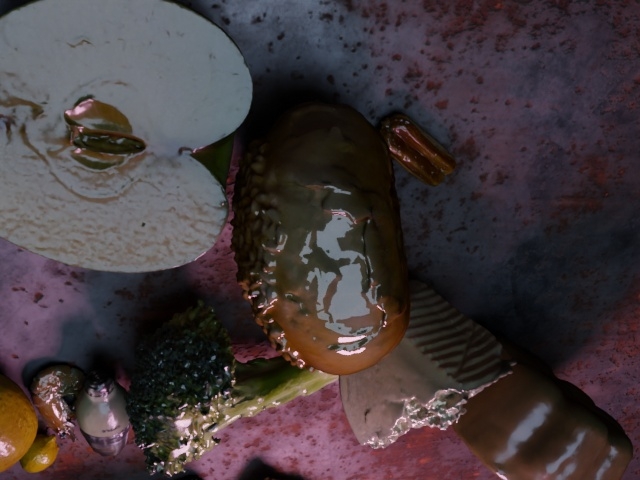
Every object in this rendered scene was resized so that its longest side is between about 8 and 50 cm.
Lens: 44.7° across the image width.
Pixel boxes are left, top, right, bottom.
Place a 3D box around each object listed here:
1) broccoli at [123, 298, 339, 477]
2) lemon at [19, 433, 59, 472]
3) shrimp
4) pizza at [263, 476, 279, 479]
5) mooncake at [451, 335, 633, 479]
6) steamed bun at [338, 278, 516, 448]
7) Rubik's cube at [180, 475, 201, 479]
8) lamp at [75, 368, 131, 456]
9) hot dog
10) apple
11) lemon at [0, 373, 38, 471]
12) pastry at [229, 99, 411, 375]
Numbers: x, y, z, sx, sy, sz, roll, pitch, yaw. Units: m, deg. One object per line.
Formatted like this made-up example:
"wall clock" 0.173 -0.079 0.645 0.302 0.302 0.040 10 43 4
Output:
"broccoli" -0.148 0.237 1.357 0.397 0.274 0.353 -17 170 1
"lemon" -0.516 0.388 1.430 0.092 0.065 0.065 -45 125 14
"shrimp" -0.462 0.293 1.406 0.099 0.041 0.180 -21 127 -24
"pizza" -0.083 0.564 1.695 0.199 0.062 0.188 8 132 -30
"mooncake" 0.427 0.352 1.543 0.378 0.378 0.200 32 103 -32
"steamed bun" 0.149 0.242 1.400 0.272 0.273 0.290 -52 167 21
"Rubik's cube" -0.305 0.673 1.574 0.248 0.250 0.246 -18 126 -4
"lamp" -0.386 0.316 1.397 0.101 0.101 0.250 -7 135 -14
"hot dog" 0.160 -0.151 1.309 0.165 0.045 0.071 34 108 -33
"apple" -0.283 -0.148 1.022 0.360 0.320 0.311 9 158 -17
"lemon" -0.568 0.305 1.295 0.170 0.170 0.207 -24 130 -2
"pastry" 0.000 0.000 1.164 0.245 0.409 0.409 -8 126 8
